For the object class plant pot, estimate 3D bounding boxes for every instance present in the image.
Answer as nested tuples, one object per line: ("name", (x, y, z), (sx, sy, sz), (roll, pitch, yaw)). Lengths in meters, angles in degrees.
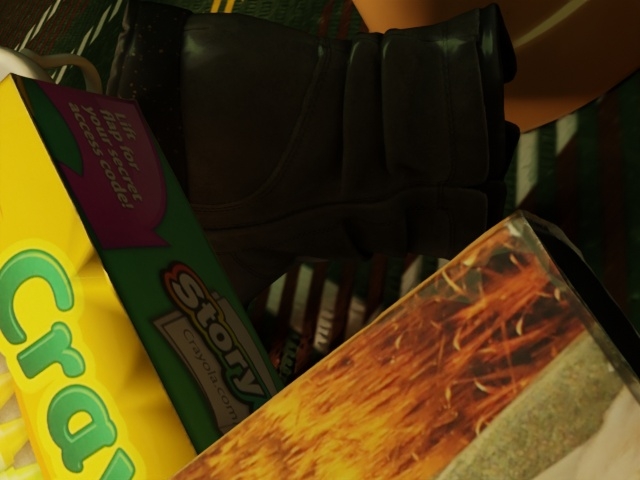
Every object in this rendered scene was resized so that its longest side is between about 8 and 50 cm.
("plant pot", (0.112, -0.241, 0.778), (0.291, 0.203, 0.291), (-34, 33, 26))

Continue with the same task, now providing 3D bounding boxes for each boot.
("boot", (0.000, 0.000, 0.701), (0.222, 0.338, 0.118), (3, 57, 0))

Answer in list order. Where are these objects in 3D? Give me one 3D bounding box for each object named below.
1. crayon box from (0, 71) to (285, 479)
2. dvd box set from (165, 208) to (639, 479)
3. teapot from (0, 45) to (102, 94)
("crayon box", (-0.144, 0.162, 0.541), (0.313, 0.106, 0.363), (-36, 73, 23))
("dvd box set", (-0.012, 0.235, 0.366), (0.420, 0.062, 0.308), (-38, 66, 17))
("teapot", (-0.369, -0.082, 1.279), (0.256, 0.187, 0.252), (-15, 57, 6))
